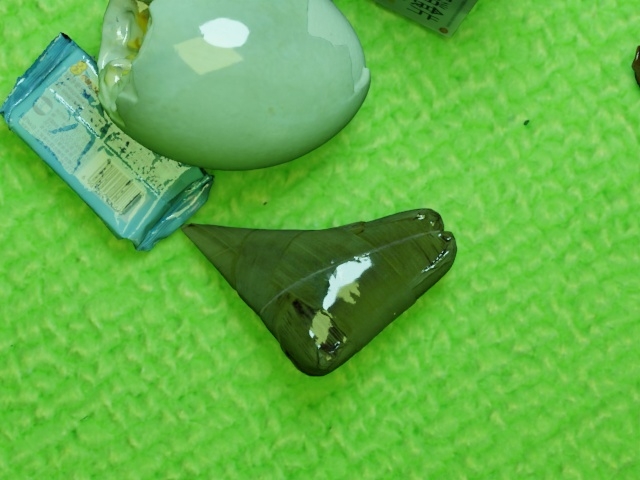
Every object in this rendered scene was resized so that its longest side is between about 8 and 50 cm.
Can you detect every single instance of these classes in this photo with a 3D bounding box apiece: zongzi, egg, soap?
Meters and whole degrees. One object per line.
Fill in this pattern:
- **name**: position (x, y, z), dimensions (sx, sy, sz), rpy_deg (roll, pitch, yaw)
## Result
- **zongzi**: position (0.000, 0.000, 1.540), dimensions (0.274, 0.145, 0.300), rpy_deg (-41, 73, -11)
- **egg**: position (-0.101, -0.224, 1.429), dimensions (0.336, 0.278, 0.278), rpy_deg (5, 95, -26)
- **soap**: position (-0.289, -0.126, 1.529), dimensions (0.156, 0.077, 0.293), rpy_deg (-44, 96, 1)

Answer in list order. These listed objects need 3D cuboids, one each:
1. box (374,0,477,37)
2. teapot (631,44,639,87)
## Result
- **box**: position (0.137, -0.376, 1.400), dimensions (0.173, 0.333, 0.145), rpy_deg (26, 87, -1)
- **teapot**: position (0.486, -0.233, 1.547), dimensions (0.129, 0.078, 0.098), rpy_deg (19, 94, -3)
